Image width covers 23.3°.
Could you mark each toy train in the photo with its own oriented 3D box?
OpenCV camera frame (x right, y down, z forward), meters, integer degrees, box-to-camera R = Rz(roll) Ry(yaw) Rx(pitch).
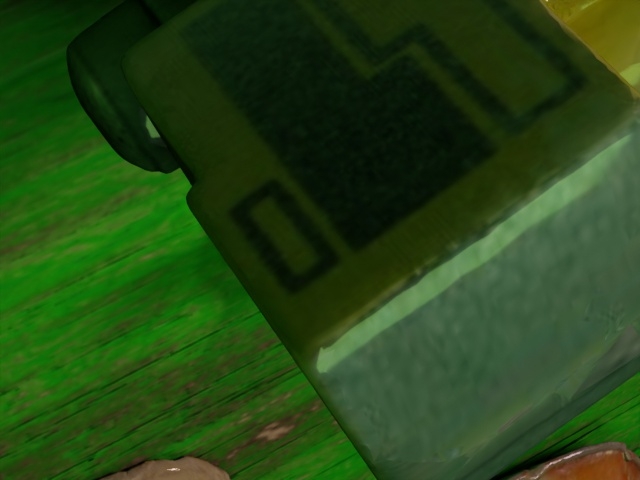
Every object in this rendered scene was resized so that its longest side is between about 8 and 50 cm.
[{"bbox_3d":[0.103,-0.110,0.475,0.369,0.237,0.150,-35,143,-3],"label":"toy train"}]

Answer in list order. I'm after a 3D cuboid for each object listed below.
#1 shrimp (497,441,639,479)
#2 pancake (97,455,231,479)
[{"bbox_3d":[0.189,0.193,1.051,0.317,0.062,0.164,-6,132,-33],"label":"shrimp"},{"bbox_3d":[-0.103,0.170,0.802,0.151,0.025,0.152,-23,141,-20],"label":"pancake"}]
